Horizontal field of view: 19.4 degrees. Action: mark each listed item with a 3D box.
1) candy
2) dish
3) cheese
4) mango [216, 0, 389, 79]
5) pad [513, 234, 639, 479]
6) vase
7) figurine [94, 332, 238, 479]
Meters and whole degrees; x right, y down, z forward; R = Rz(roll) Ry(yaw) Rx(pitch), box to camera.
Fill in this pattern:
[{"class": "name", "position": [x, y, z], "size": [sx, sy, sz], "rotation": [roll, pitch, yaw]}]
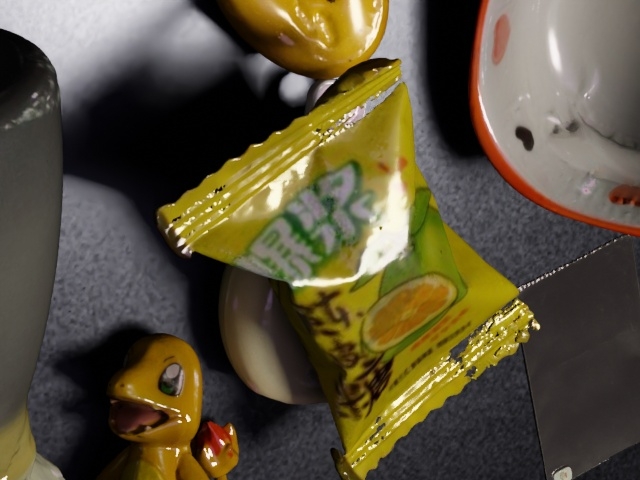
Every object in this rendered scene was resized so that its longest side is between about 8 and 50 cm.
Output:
[{"class": "candy", "position": [0.027, 0.024, 1.216], "size": [0.187, 0.081, 0.297], "rotation": [-39, 134, -10]}, {"class": "dish", "position": [0.230, -0.131, 1.281], "size": [0.117, 0.256, 0.256], "rotation": [-54, 141, -56]}, {"class": "cheese", "position": [0.000, 0.000, 1.275], "size": [0.137, 0.064, 0.227], "rotation": [-5, 110, -31]}, {"class": "mango", "position": [-0.022, -0.173, 1.191], "size": [0.101, 0.066, 0.187], "rotation": [-44, 120, 1]}, {"class": "pad", "position": [0.212, 0.098, 1.479], "size": [0.116, 0.004, 0.193], "rotation": [-25, 119, -22]}, {"class": "vase", "position": [-0.221, 0.048, 1.103], "size": [0.173, 0.173, 0.321], "rotation": [-19, 122, -24]}, {"class": "figurine", "position": [-0.097, 0.146, 1.269], "size": [0.122, 0.121, 0.176], "rotation": [-20, 112, -55]}]
